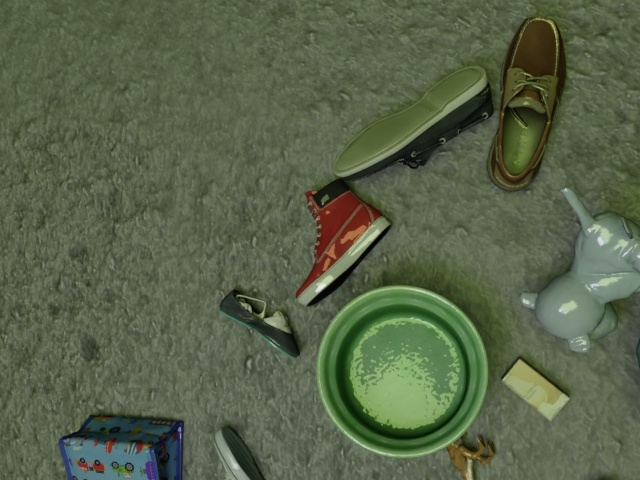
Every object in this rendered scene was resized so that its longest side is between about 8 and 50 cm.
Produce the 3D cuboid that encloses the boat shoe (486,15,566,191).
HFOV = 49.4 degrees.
[{"bbox_3d":[0.388,-0.252,1.285,0.123,0.120,0.323,8,91,10],"label":"boat shoe"}]

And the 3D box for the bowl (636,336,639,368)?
[{"bbox_3d":[0.649,0.178,1.132,0.312,0.311,0.163,-30,65,12],"label":"bowl"}]

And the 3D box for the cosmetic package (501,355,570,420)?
[{"bbox_3d":[0.403,0.278,1.309,0.115,0.041,0.060,37,98,13],"label":"cosmetic package"}]

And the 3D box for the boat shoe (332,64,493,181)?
[{"bbox_3d":[0.187,-0.199,1.350,0.340,0.113,0.127,-36,35,3],"label":"boat shoe"}]

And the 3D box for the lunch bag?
[{"bbox_3d":[-0.416,0.542,1.496,0.221,0.138,0.293,0,101,14],"label":"lunch bag"}]

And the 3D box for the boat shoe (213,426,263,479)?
[{"bbox_3d":[-0.168,0.498,1.435,0.076,0.083,0.226,-35,81,10],"label":"boat shoe"}]

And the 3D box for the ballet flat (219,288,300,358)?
[{"bbox_3d":[-0.118,0.165,1.441,0.203,0.074,0.074,31,96,16],"label":"ballet flat"}]

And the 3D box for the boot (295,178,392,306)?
[{"bbox_3d":[0.000,0.000,1.407,0.176,0.088,0.244,42,91,13],"label":"boot"}]

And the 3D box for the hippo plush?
[{"bbox_3d":[0.494,0.086,1.183,0.234,0.294,0.236,39,107,35],"label":"hippo plush"}]

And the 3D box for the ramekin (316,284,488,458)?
[{"bbox_3d":[0.153,0.244,1.292,0.304,0.148,0.303,-2,75,9],"label":"ramekin"}]

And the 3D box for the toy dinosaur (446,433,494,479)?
[{"bbox_3d":[0.277,0.423,1.338,0.112,0.064,0.211,-30,71,25],"label":"toy dinosaur"}]
